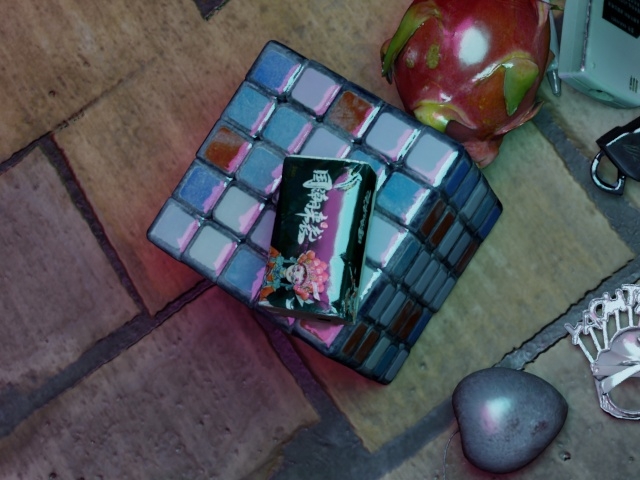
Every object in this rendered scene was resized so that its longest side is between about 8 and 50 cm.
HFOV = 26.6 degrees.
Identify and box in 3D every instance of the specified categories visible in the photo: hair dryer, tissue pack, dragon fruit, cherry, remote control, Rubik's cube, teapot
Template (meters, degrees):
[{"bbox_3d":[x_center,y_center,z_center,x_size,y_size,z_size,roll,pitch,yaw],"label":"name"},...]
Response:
[{"bbox_3d":[0.276,-0.270,1.765,0.154,0.044,0.183,0,81,19],"label":"hair dryer"},{"bbox_3d":[0.000,-0.001,1.454,0.103,0.090,0.170,6,79,21],"label":"tissue pack"},{"bbox_3d":[0.183,-0.221,1.689,0.224,0.224,0.227,35,110,21],"label":"dragon fruit"},{"bbox_3d":[0.231,0.245,1.635,0.148,0.115,0.188,-9,81,-25],"label":"cherry"},{"bbox_3d":[0.368,-0.346,1.699,0.050,0.145,0.344,-3,74,45],"label":"remote control"},{"bbox_3d":[0.015,-0.027,1.658,0.287,0.293,0.292,32,87,21],"label":"Rubik's cube"},{"bbox_3d":[0.417,-0.112,1.667,0.177,0.087,0.096,-32,95,8],"label":"teapot"}]

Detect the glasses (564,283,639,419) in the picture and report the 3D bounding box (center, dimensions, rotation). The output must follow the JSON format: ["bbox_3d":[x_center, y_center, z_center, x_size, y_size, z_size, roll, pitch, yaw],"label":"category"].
[{"bbox_3d":[0.414,0.128,1.606,0.255,0.095,0.162,4,71,16],"label":"glasses"}]
